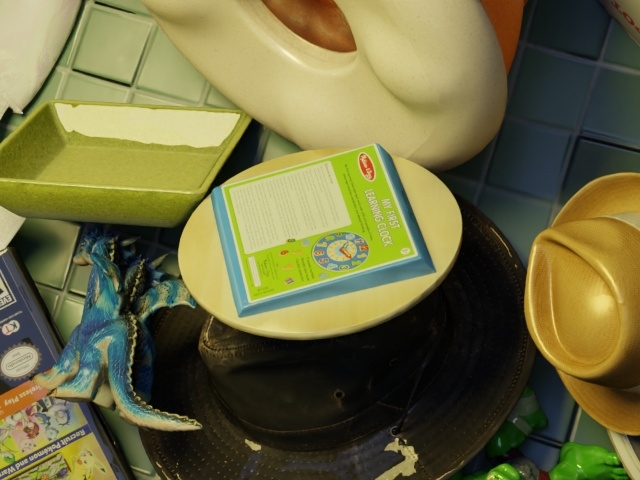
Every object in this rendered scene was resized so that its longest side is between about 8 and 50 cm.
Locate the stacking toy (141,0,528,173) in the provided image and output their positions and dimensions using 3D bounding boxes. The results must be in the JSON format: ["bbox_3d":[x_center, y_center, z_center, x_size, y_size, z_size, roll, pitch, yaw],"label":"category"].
[{"bbox_3d":[0.095,-0.319,1.280,0.350,0.350,0.480,32,65,13],"label":"stacking toy"}]

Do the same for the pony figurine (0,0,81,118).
[{"bbox_3d":[-0.293,-0.315,1.331,0.363,0.303,0.351,31,75,29],"label":"pony figurine"}]

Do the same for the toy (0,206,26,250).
[{"bbox_3d":[-0.359,0.033,1.350,0.137,0.056,0.237,37,94,10],"label":"toy"}]

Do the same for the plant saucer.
[{"bbox_3d":[-0.162,-0.059,1.301,0.188,0.188,0.045,4,115,9],"label":"plant saucer"}]

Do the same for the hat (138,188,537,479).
[{"bbox_3d":[-0.005,0.062,1.221,0.331,0.134,0.331,-7,62,12],"label":"hat"}]

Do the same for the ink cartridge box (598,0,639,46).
[{"bbox_3d":[0.315,-0.199,1.192,0.114,0.273,0.197,-39,76,-5],"label":"ink cartridge box"}]

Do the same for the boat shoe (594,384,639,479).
[{"bbox_3d":[0.306,0.186,1.184,0.092,0.103,0.285,-39,74,46],"label":"boat shoe"}]

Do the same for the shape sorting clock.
[{"bbox_3d":[0.000,0.000,1.159,0.206,0.040,0.206,-9,40,7],"label":"shape sorting clock"}]

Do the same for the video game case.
[{"bbox_3d":[-0.312,0.177,1.299,0.275,0.035,0.248,-28,88,2],"label":"video game case"}]

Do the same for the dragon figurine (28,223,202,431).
[{"bbox_3d":[-0.145,0.059,1.205,0.085,0.289,0.144,22,86,-19],"label":"dragon figurine"}]

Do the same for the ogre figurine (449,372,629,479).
[{"bbox_3d":[0.151,0.184,1.230,0.197,0.097,0.118,43,69,-1],"label":"ogre figurine"}]

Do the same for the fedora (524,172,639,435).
[{"bbox_3d":[0.201,0.043,1.145,0.194,0.079,0.194,-8,79,52],"label":"fedora"}]
